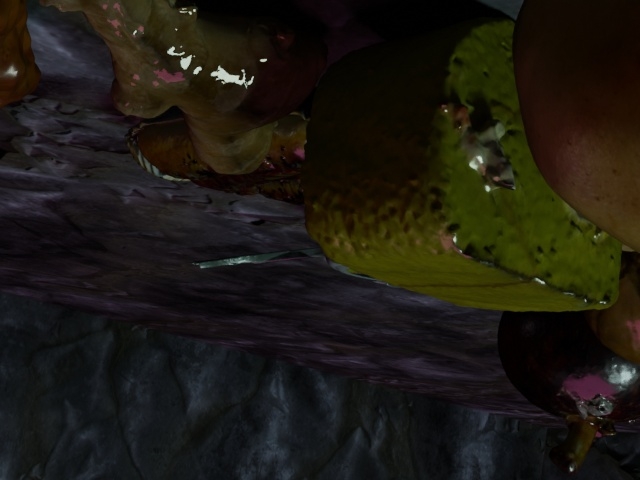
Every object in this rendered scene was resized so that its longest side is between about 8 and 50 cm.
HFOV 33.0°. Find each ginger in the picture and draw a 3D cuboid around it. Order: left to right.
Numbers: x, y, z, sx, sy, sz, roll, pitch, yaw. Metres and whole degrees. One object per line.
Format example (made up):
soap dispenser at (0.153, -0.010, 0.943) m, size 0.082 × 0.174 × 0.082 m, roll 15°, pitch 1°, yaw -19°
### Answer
ginger at (-0.087, -0.131, 0.764) m, size 0.147 × 0.081 × 0.333 m, roll -14°, pitch 159°, yaw 21°

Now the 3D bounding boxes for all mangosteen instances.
mangosteen at (0.333, 0.161, 1.328) m, size 0.235 × 0.262 × 0.235 m, roll 11°, pitch 165°, yaw 3°

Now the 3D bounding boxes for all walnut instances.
walnut at (0.344, 0.047, 1.068) m, size 0.167 × 0.167 × 0.207 m, roll 1°, pitch 166°, yaw 34°

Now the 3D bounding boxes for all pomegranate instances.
pomegranate at (0.205, -0.083, 0.491) m, size 0.233 × 0.233 × 0.233 m, roll 9°, pitch 167°, yaw 2°

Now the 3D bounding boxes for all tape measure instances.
tape measure at (0.000, -0.001, 1.275) m, size 0.330 × 0.084 × 0.164 m, roll 6°, pitch 164°, yaw 10°

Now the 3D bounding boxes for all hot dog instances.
hot dog at (-0.055, -0.078, 1.005) m, size 0.270 × 0.082 × 0.162 m, roll 3°, pitch 164°, yaw 32°

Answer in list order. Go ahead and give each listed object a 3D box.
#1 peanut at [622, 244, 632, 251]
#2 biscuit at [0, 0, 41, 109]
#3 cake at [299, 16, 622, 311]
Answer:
peanut at (0.316, -0.031, 0.868) m, size 0.226 × 0.108 × 0.095 m, roll 2°, pitch 157°, yaw 38°
biscuit at (-0.351, -0.181, 0.723) m, size 0.312 × 0.111 × 0.318 m, roll 13°, pitch 167°, yaw -6°
cake at (0.120, -0.049, 0.781) m, size 0.156 × 0.179 × 0.260 m, roll -2°, pitch 166°, yaw 44°
